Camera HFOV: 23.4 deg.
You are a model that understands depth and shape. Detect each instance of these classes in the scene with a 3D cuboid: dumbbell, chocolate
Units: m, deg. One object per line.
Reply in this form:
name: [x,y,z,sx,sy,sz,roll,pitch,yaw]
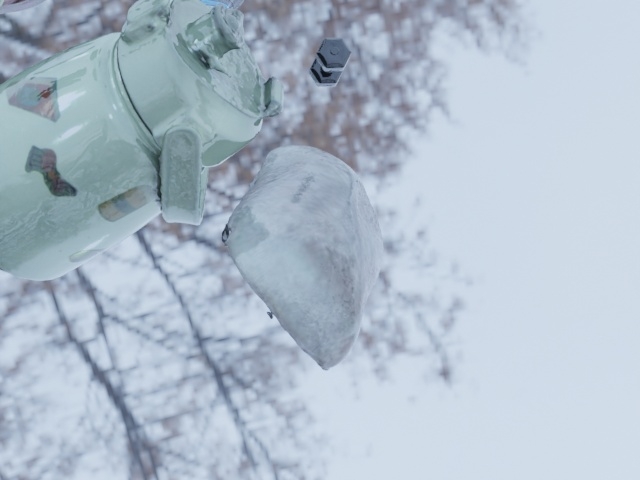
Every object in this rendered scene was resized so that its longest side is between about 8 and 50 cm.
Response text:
dumbbell: [0.010,-0.199,1.726,0.036,0.083,0.040,28,-103,-2]
chocolate: [0.000,0.000,1.673,0.100,0.185,0.303,-31,-164,23]

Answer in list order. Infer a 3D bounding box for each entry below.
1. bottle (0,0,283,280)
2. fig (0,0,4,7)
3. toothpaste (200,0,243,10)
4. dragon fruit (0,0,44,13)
bottle: [-0.194,-0.114,1.579,0.351,0.229,0.229,-28,-158,25]
fig: [-0.495,-0.311,1.904,0.207,0.207,0.230,15,-156,38]
toothpaste: [-0.149,-0.354,2.277,0.071,0.045,0.193,10,-141,18]
dragon fruit: [-0.398,-0.381,2.111,0.343,0.100,0.282,-30,-175,-39]
